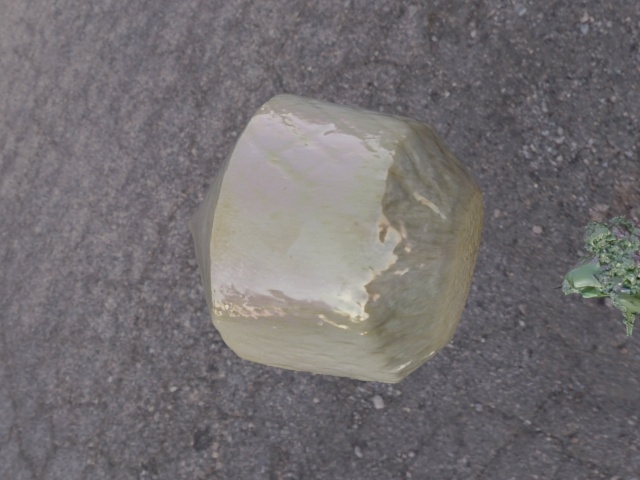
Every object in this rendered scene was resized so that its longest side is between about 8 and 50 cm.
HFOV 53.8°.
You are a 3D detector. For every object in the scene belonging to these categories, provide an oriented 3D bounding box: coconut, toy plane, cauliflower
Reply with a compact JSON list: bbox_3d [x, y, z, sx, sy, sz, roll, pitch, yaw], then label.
[{"bbox_3d":[0.000,0.000,0.673,0.328,0.328,0.329,-17,63,36],"label":"coconut"},{"bbox_3d":[0.491,0.101,0.971,0.040,0.111,0.102,32,101,53],"label":"toy plane"},{"bbox_3d":[0.742,0.073,1.631,0.315,0.239,0.256,-27,68,30],"label":"cauliflower"}]
